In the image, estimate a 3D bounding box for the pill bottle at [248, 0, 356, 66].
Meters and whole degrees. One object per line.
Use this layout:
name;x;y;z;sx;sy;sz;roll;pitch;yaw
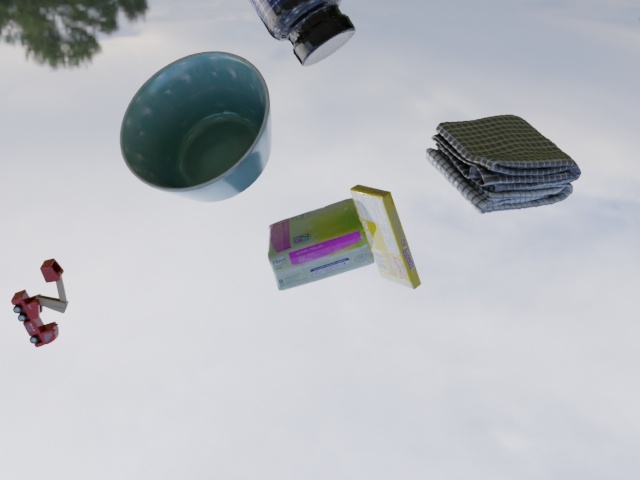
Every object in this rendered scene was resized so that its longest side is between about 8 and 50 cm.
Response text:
pill bottle;-0.046;-0.366;1.169;0.122;0.219;0.123;-32;178;-1

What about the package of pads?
package of pads;0.000;0.000;1.860;0.229;0.101;0.296;-18;-164;1

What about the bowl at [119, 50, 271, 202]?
bowl;-0.221;-0.198;1.615;0.311;0.163;0.312;-7;-117;14

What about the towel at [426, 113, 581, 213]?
towel;0.410;-0.184;1.838;0.283;0.121;0.235;-7;-139;-28

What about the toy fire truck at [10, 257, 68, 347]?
toy fire truck;-0.642;0.149;1.910;0.135;0.192;0.047;-18;-157;3

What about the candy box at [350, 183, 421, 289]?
candy box;0.125;-0.007;1.560;0.027;0.206;0.105;-34;-152;-26
